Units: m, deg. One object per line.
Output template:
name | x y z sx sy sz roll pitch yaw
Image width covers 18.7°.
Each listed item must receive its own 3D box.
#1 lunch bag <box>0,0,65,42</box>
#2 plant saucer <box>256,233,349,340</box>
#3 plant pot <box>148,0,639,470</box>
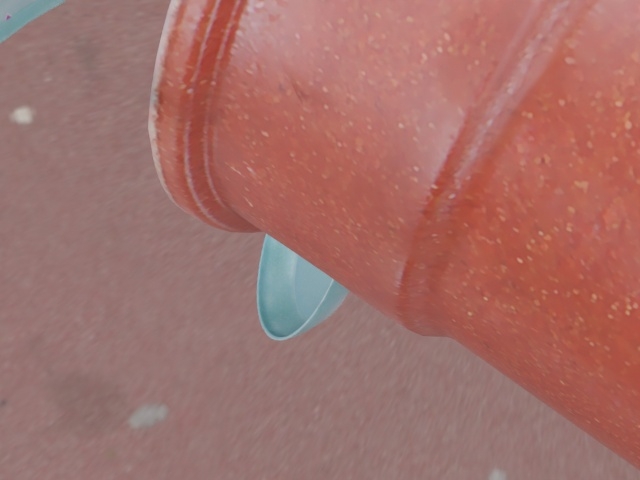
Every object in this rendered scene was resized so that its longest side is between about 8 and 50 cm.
lunch bag | -0.280 -0.195 1.198 0.160 0.262 0.223 -20 108 45
plant saucer | 0.000 0.000 1.071 0.021 0.119 0.119 18 102 -22
plant pot | 0.149 -0.028 0.448 0.265 0.272 0.272 41 102 15
